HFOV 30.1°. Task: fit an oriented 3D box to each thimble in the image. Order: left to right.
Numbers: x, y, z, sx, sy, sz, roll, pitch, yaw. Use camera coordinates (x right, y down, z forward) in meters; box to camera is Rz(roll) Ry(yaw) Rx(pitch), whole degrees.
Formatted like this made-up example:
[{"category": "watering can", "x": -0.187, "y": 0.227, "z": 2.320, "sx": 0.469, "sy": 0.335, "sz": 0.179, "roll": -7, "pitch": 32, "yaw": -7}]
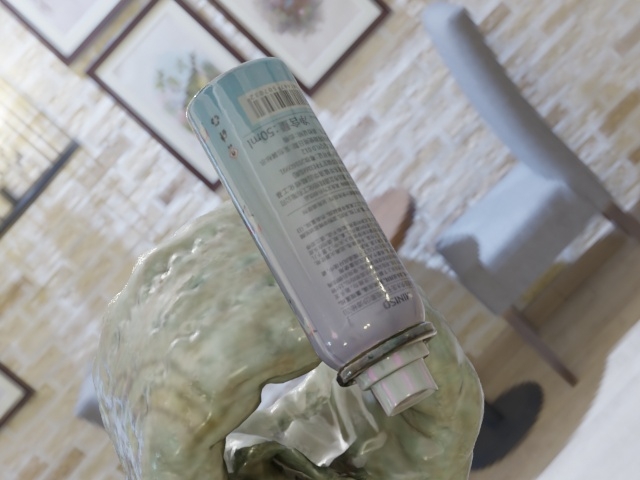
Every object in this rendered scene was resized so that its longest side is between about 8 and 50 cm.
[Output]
[{"category": "thimble", "x": -0.033, "y": 0.126, "z": 0.916, "sx": 0.291, "sy": 0.291, "sz": 0.195, "roll": -46, "pitch": 40, "yaw": 7}]

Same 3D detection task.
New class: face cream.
[{"category": "face cream", "x": 0.000, "y": 0.000, "z": 0.734, "sx": 0.075, "sy": 0.229, "sz": 0.075, "roll": -27, "pitch": -13, "yaw": -7}]
